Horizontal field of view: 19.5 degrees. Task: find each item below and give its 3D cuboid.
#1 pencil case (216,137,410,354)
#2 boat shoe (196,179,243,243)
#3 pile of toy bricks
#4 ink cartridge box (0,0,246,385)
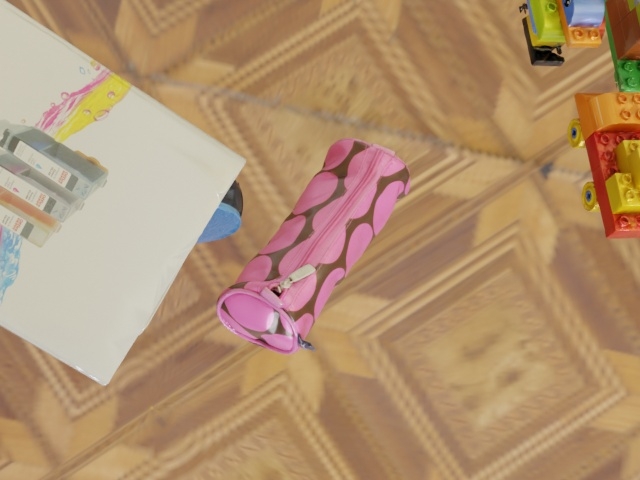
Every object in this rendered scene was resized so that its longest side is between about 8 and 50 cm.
[{"bbox_3d":[0.000,0.000,1.604,0.095,0.098,0.209,27,59,10],"label":"pencil case"},{"bbox_3d":[-0.182,-0.064,1.431,0.258,0.109,0.089,13,58,-16],"label":"boat shoe"},{"bbox_3d":[0.158,-0.114,0.827,0.118,0.105,0.212,-2,69,-22],"label":"pile of toy bricks"},{"bbox_3d":[-0.150,-0.035,0.878,0.176,0.128,0.127,34,85,-19],"label":"ink cartridge box"}]
